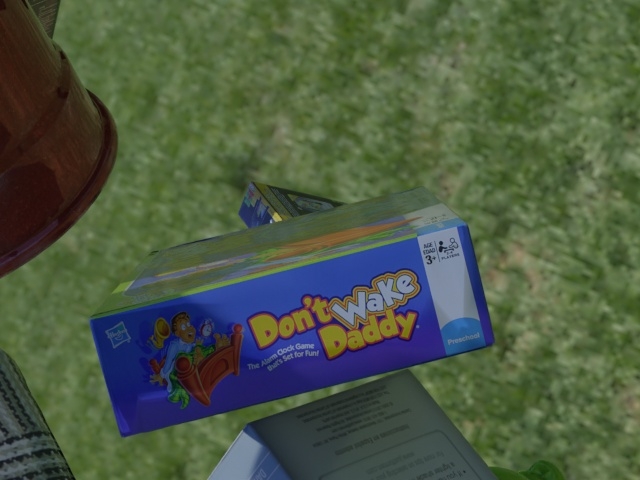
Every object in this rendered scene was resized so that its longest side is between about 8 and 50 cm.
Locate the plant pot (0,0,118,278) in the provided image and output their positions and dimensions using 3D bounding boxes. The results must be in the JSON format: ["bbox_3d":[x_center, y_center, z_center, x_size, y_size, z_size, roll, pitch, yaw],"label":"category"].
[{"bbox_3d":[-0.312,-0.136,1.084,0.272,0.272,0.265,-87,-16,-49],"label":"plant pot"}]

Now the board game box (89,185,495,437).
[{"bbox_3d":[-0.018,0.037,1.091,0.347,0.233,0.078,-98,-6,-84],"label":"board game box"}]

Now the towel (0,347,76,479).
[{"bbox_3d":[-0.186,0.185,0.491,0.312,0.324,0.056,61,142,23],"label":"towel"}]

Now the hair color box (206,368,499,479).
[{"bbox_3d":[0.094,0.281,1.114,0.374,0.185,0.113,50,128,23],"label":"hair color box"}]

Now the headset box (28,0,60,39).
[{"bbox_3d":[-0.378,-0.340,1.704,0.246,0.131,0.283,-46,-23,-61],"label":"headset box"}]

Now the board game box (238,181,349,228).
[{"bbox_3d":[0.000,0.000,1.793,0.170,0.141,0.048,51,124,55],"label":"board game box"}]

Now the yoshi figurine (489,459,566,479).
[{"bbox_3d":[0.157,0.295,1.403,0.362,0.203,0.203,109,160,-65],"label":"yoshi figurine"}]
